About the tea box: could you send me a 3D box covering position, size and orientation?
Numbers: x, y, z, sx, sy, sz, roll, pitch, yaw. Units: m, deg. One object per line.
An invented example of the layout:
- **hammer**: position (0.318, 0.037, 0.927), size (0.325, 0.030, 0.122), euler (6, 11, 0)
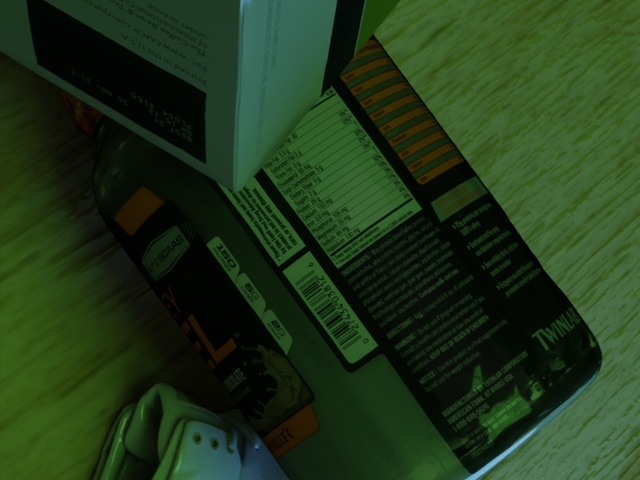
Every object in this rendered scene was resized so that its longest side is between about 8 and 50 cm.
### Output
- **tea box**: position (-0.084, -0.266, 0.898), size (0.329, 0.220, 0.323), euler (31, 62, 12)

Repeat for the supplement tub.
- **supplement tub**: position (0.000, 0.000, 1.026), size (0.207, 0.207, 0.338), euler (-33, 84, -35)

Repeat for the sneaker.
- **sneaker**: position (-0.039, 0.133, 1.116), size (0.292, 0.108, 0.169), euler (-53, 124, -24)
